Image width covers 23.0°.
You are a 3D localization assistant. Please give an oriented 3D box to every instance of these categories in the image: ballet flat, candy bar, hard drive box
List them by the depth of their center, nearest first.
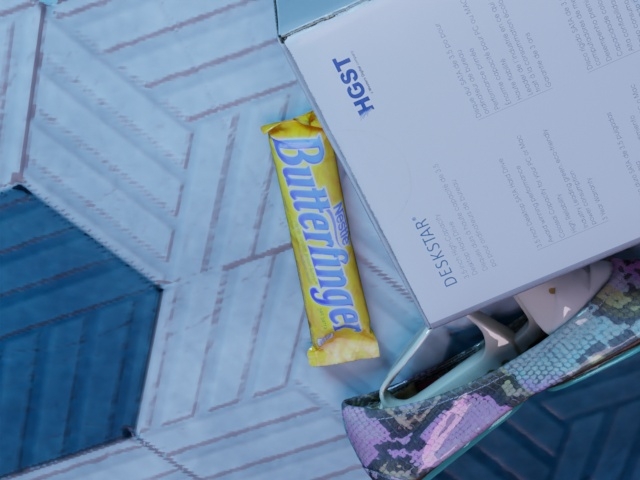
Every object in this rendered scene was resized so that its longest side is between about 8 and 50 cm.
[{"bbox_3d":[0.118,-0.087,0.762,0.232,0.089,0.181,-23,119,9],"label":"hard drive box"},{"bbox_3d":[0.000,0.000,0.847,0.040,0.018,0.161,-10,122,2],"label":"candy bar"},{"bbox_3d":[0.104,0.058,0.864,0.221,0.077,0.079,-35,98,16],"label":"ballet flat"}]
